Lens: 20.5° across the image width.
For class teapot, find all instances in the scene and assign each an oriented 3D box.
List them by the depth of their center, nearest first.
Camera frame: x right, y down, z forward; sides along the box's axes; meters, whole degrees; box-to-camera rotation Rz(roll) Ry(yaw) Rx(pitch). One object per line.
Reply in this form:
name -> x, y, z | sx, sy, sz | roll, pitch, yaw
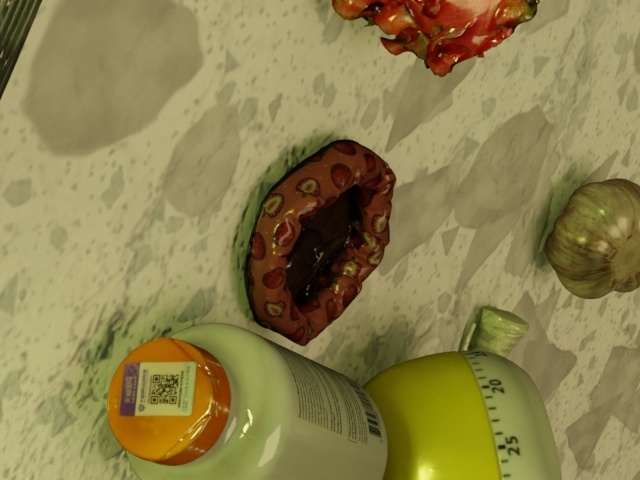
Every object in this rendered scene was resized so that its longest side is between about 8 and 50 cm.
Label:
teapot -> 0.190, 0.118, 1.981 | 0.067, 0.057, 0.083 | 15, 105, -22

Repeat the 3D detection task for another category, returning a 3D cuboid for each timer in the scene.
timer -> 0.087, 0.246, 1.758 | 0.285, 0.285, 0.285 | -37, 140, -39

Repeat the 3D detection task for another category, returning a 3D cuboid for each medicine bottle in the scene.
medicine bottle -> -0.065, 0.159, 1.496 | 0.157, 0.157, 0.289 | -63, 150, -3

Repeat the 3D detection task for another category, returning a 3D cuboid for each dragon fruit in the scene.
dragon fruit -> 0.093, -0.214, 1.505 | 0.208, 0.133, 0.150 | -2, 92, -26

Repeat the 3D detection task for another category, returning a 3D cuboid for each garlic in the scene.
garlic -> 0.323, -0.005, 2.047 | 0.159, 0.102, 0.147 | 20, 106, -51

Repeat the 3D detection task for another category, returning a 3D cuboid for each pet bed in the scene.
pet bed -> 0.000, 0.000, 1.588 | 0.201, 0.053, 0.201 | -44, 150, -35

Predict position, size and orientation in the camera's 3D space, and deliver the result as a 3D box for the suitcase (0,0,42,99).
suitcase -> -0.271, -0.116, 0.992 | 0.202, 0.128, 0.312 | 23, 91, -61
